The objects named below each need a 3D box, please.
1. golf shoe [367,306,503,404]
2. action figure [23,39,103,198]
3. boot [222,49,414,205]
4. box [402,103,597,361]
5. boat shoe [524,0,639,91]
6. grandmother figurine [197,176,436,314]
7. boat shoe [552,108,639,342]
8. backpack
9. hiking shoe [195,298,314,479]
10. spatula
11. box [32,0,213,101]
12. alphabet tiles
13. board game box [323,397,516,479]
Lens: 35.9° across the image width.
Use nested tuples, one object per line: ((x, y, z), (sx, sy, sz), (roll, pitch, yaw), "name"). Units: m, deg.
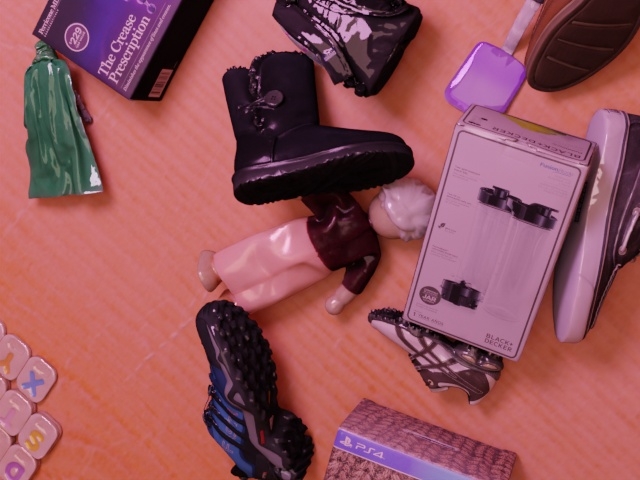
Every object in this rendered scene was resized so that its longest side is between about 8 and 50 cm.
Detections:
((0.147, 0.159, 1.349), (0.198, 0.077, 0.094), (24, 104, 14), "golf shoe")
((-0.393, -0.183, 1.472), (0.137, 0.063, 0.232), (-4, 100, 19), "action figure")
((-0.009, -0.165, 1.308), (0.246, 0.094, 0.207), (-10, 63, 9), "boot")
((0.223, -0.008, 1.254), (0.169, 0.087, 0.290), (19, 120, 14), "box")
((0.334, -0.313, 1.178), (0.110, 0.104, 0.307), (6, 141, -22), "boat shoe")
((0.000, 0.000, 1.366), (0.342, 0.104, 0.208), (-21, 118, 16), "grandmother figurine")
((0.368, -0.011, 1.248), (0.102, 0.108, 0.301), (10, 95, -4), "boat shoe")
((0.027, -0.286, 1.305), (0.182, 0.115, 0.152), (33, 94, 11), "backpack")
((-0.123, 0.226, 1.391), (0.132, 0.113, 0.304), (-12, 112, 24), "hiking shoe")
((0.264, -0.287, 1.262), (0.084, 0.030, 0.296), (34, 119, 9), "spatula")
((-0.259, -0.354, 1.391), (0.184, 0.103, 0.261), (35, 106, 13), "box")
((-0.555, 0.267, 1.605), (0.284, 0.021, 0.278), (39, 107, 8), "alphabet tiles")
((0.111, 0.404, 1.358), (0.232, 0.141, 0.291), (18, 102, 14), "board game box")
